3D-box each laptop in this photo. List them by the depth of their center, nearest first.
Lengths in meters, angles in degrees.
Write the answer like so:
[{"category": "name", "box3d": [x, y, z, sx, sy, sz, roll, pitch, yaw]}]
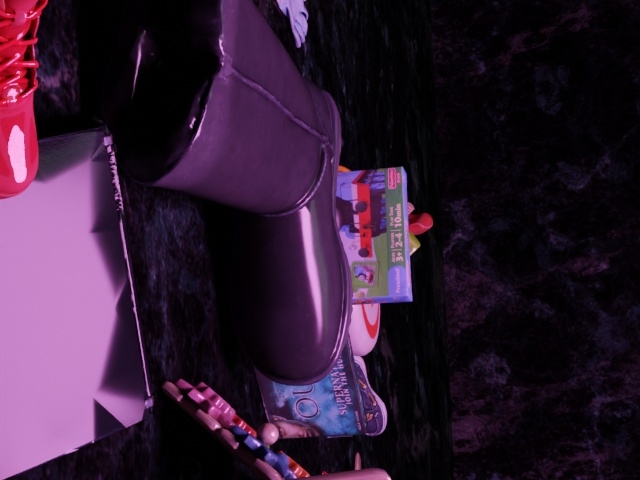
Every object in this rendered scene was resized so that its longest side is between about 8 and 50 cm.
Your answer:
[{"category": "laptop", "box3d": [-0.215, 0.030, 0.983, 0.264, 0.137, 0.234, -147, -130, -73]}]

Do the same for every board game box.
[{"category": "board game box", "box3d": [0.000, 0.000, 1.496, 0.039, 0.211, 0.160, 47, 40, -71]}, {"category": "board game box", "box3d": [-0.018, 0.166, 1.554, 0.026, 0.126, 0.186, -74, 155, -58]}]

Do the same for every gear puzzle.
[{"category": "gear puzzle", "box3d": [-0.046, 0.239, 1.331, 0.044, 0.175, 0.339, -49, 153, -11]}]

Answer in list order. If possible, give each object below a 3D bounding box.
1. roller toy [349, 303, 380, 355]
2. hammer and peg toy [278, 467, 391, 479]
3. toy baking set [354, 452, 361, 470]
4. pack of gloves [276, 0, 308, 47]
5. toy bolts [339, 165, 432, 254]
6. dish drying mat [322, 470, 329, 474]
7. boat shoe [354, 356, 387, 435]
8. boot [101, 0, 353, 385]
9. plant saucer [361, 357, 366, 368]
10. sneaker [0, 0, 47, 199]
[{"category": "roller toy", "box3d": [0.006, 0.059, 1.652, 0.191, 0.146, 0.209, 71, 18, -50]}, {"category": "hammer and peg toy", "box3d": [0.003, 0.335, 1.073, 0.127, 0.361, 0.266, -156, -119, -81]}, {"category": "toy baking set", "box3d": [0.058, 0.484, 2.007, 0.197, 0.030, 0.256, -68, 151, -69]}, {"category": "pack of gloves", "box3d": [-0.036, -0.420, 1.881, 0.232, 0.046, 0.195, 62, 25, -60]}, {"category": "toy bolts", "box3d": [0.061, -0.007, 2.075, 0.218, 0.158, 0.228, 46, 24, 5]}, {"category": "dish drying mat", "box3d": [0.014, 0.371, 1.888, 0.083, 0.008, 0.032, 51, 35, -67]}, {"category": "boat shoe", "box3d": [0.058, 0.272, 2.009, 0.083, 0.065, 0.183, -78, 153, -48]}, {"category": "boot", "box3d": [-0.078, -0.044, 1.263, 0.445, 0.146, 0.367, 40, 46, -76]}, {"category": "plant saucer", "box3d": [0.068, 0.245, 2.163, 0.083, 0.013, 0.083, -4, 90, -78]}, {"category": "sneaker", "box3d": [-0.204, -0.129, 0.785, 0.087, 0.128, 0.221, -41, 122, -46]}]
